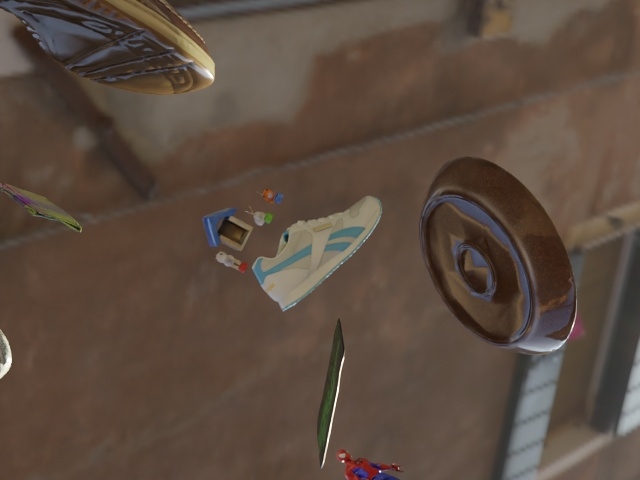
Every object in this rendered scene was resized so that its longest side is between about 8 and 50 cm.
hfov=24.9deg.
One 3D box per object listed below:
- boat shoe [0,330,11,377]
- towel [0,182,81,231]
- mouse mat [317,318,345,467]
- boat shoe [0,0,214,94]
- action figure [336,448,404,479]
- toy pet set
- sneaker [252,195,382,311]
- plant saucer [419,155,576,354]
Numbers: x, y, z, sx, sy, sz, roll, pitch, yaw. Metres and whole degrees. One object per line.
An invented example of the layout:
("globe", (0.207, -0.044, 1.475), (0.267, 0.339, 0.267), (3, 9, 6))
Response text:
("boat shoe", (-0.384, 0.132, 1.331), (0.227, 0.079, 0.081), (-23, -177, 33))
("towel", (-0.273, -0.033, 1.409), (0.060, 0.009, 0.083), (22, -173, -46))
("mouse mat", (0.014, 0.224, 2.149), (0.007, 0.190, 0.152), (8, -164, -5))
("boat shoe", (-0.204, -0.232, 1.207), (0.123, 0.123, 0.342), (-8, 155, 37))
("action figure", (0.064, 0.242, 1.458), (0.115, 0.030, 0.038), (27, -137, 24))
("toy pet set", (-0.120, -0.025, 2.014), (0.065, 0.122, 0.114), (29, 173, -16))
("sneaker", (0.000, 0.000, 2.154), (0.228, 0.087, 0.092), (-42, -89, -23))
("plant saucer", (0.129, 0.018, 1.126), (0.029, 0.168, 0.168), (-27, -143, -27))
